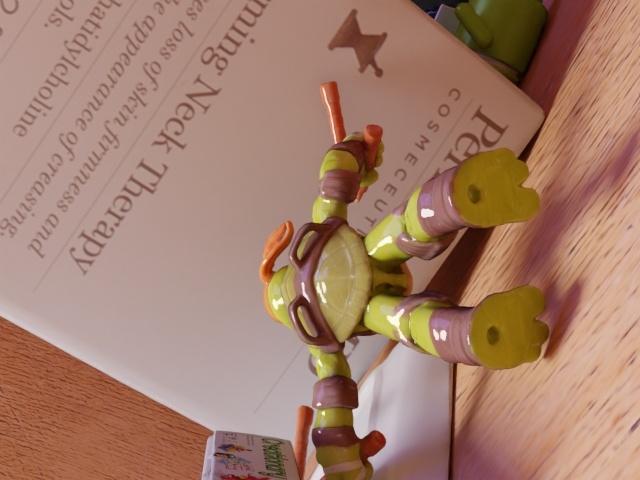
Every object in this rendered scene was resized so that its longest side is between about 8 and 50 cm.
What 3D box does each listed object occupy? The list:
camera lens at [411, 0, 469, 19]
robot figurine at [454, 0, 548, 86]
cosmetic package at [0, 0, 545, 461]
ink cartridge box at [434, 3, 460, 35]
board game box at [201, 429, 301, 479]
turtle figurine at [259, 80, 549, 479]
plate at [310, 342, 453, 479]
[{"bbox_3d":[0.142,-0.395,1.326,0.219,0.219,0.274,124,169,-71],"label":"camera lens"},{"bbox_3d":[0.148,-0.170,1.003,0.115,0.067,0.101,-68,-20,3],"label":"robot figurine"},{"bbox_3d":[-0.122,-0.101,0.914,0.329,0.393,0.327,-55,24,3],"label":"cosmetic package"},{"bbox_3d":[0.105,-0.143,1.145,0.171,0.056,0.235,-66,-13,-1],"label":"ink cartridge box"},{"bbox_3d":[-0.052,0.264,0.594,0.193,0.053,0.305,-155,73,-85],"label":"board game box"},{"bbox_3d":[0.025,0.011,0.673,0.217,0.087,0.269,-16,63,54],"label":"turtle figurine"},{"bbox_3d":[0.009,0.207,0.788,0.277,0.045,0.278,-72,8,-65],"label":"plate"}]
